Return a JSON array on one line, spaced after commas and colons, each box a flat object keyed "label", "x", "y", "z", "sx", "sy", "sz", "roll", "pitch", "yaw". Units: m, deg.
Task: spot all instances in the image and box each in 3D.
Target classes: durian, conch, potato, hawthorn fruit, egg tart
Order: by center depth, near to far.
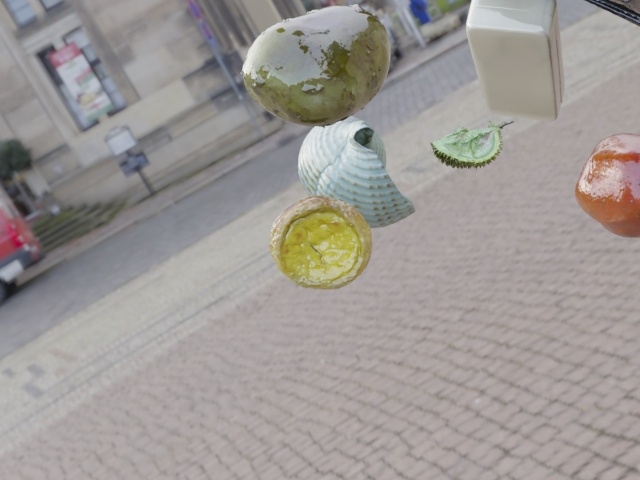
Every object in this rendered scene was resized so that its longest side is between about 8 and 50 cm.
[{"label": "hawthorn fruit", "x": 0.508, "y": -0.089, "z": 1.629, "sx": 0.189, "sy": 0.189, "sz": 0.189, "roll": -29, "pitch": 10, "yaw": 6}, {"label": "potato", "x": 0.008, "y": -0.311, "z": 1.761, "sx": 0.210, "sy": 0.173, "sz": 0.307, "roll": 29, "pitch": 46, "yaw": 27}, {"label": "egg tart", "x": 0.000, "y": 0.000, "z": 1.852, "sx": 0.191, "sy": 0.191, "sz": 0.074, "roll": -29, "pitch": 18, "yaw": 6}, {"label": "conch", "x": 0.070, "y": -0.145, "z": 2.295, "sx": 0.215, "sy": 0.303, "sz": 0.319, "roll": -37, "pitch": -9, "yaw": 7}, {"label": "durian", "x": 0.357, "y": -0.216, "z": 2.317, "sx": 0.215, "sy": 0.100, "sz": 0.086, "roll": -16, "pitch": 15, "yaw": -17}]

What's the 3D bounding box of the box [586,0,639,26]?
[{"label": "box", "x": 0.387, "y": -0.477, "z": 1.468, "sx": 0.251, "sy": 0.345, "sz": 0.204, "roll": 1, "pitch": -61, "yaw": -60}]

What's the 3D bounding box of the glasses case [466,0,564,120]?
[{"label": "glasses case", "x": 0.321, "y": -0.293, "z": 1.628, "sx": 0.131, "sy": 0.070, "sz": 0.313, "roll": 10, "pitch": -15, "yaw": 19}]
